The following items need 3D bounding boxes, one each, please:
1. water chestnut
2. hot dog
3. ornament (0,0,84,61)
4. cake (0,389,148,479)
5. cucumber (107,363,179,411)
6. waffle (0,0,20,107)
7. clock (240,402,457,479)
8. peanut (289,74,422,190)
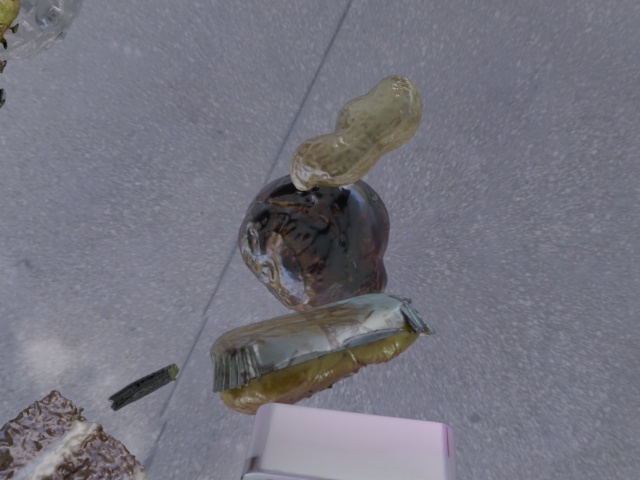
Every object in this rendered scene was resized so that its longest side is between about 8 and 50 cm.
[{"bbox_3d":[0.000,0.000,1.317,0.289,0.244,0.289,-12,62,23],"label":"water chestnut"},{"bbox_3d":[-0.001,0.124,0.844,0.271,0.163,0.081,-14,101,-19],"label":"hot dog"},{"bbox_3d":[-0.533,-0.442,1.127,0.337,0.337,0.336,0,89,4],"label":"ornament"},{"bbox_3d":[-0.253,0.245,0.678,0.147,0.134,0.135,42,130,8],"label":"cake"},{"bbox_3d":[-0.318,0.262,1.316,0.135,0.034,0.033,-26,96,-5],"label":"cucumber"},{"bbox_3d":[-0.307,-0.155,0.573,0.281,0.060,0.262,10,82,44],"label":"waffle"},{"bbox_3d":[0.016,0.212,0.561,0.150,0.063,0.197,6,132,3],"label":"clock"},{"bbox_3d":[0.054,-0.147,1.049,0.228,0.085,0.104,-41,65,-7],"label":"peanut"}]
